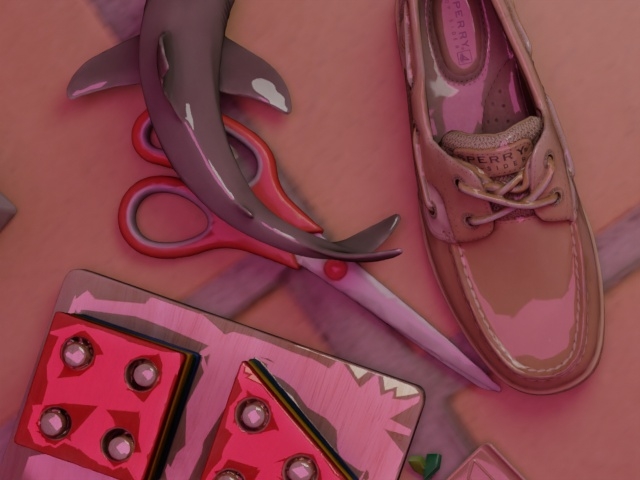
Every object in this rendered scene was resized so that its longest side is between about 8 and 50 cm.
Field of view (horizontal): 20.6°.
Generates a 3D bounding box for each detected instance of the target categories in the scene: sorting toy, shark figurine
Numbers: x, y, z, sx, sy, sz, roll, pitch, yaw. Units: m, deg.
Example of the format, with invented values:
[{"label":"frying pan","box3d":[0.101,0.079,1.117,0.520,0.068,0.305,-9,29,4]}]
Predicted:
[{"label":"sorting toy","box3d":[-0.093,0.178,1.147,0.255,0.089,0.257,19,90,7]},{"label":"shark figurine","box3d":[-0.068,-0.080,1.126,0.166,0.116,0.278,-25,77,-3]},{"label":"sorting toy","box3d":[0.099,0.163,1.164,0.062,0.012,0.083,-45,87,8]}]

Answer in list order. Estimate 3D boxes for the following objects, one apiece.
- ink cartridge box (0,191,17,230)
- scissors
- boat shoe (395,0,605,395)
[{"label":"ink cartridge box","box3d":[-0.310,0.024,1.146,0.087,0.153,0.208,42,94,6]},{"label":"scissors","box3d":[0.000,0.000,1.177,0.297,0.021,0.109,22,88,9]},{"label":"boat shoe","box3d":[0.110,-0.047,1.128,0.109,0.098,0.302,-13,86,6]}]
